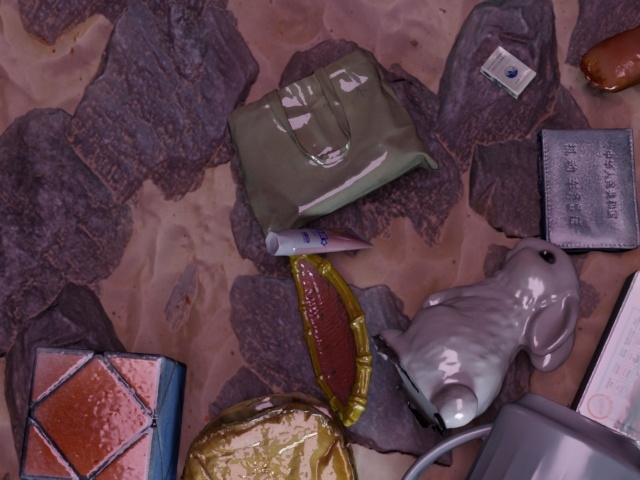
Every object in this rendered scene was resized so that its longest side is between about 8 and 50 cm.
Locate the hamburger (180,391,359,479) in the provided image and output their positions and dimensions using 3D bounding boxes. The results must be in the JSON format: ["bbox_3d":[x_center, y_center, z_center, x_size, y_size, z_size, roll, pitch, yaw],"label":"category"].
[{"bbox_3d":[-0.083,0.378,1.579,0.283,0.144,0.260,-11,83,-4],"label":"hamburger"}]

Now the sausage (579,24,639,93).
[{"bbox_3d":[0.605,-0.348,1.708,0.348,0.094,0.097,-28,66,-1],"label":"sausage"}]

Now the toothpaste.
[{"bbox_3d":[0.000,0.000,1.635,0.067,0.194,0.043,41,123,41],"label":"toothpaste"}]

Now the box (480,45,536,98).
[{"bbox_3d":[0.328,-0.294,1.744,0.083,0.024,0.054,39,81,10],"label":"box"}]

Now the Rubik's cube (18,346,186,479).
[{"bbox_3d":[-0.334,0.280,1.576,0.207,0.205,0.205,2,79,5],"label":"Rubik's cube"}]

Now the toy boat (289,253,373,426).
[{"bbox_3d":[0.020,0.151,1.621,0.141,0.099,0.318,-39,60,39],"label":"toy boat"}]

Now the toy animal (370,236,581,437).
[{"bbox_3d":[0.275,0.147,1.581,0.357,0.194,0.258,-32,42,-8],"label":"toy animal"}]

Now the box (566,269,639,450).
[{"bbox_3d":[0.512,0.194,1.615,0.135,0.079,0.269,24,81,8],"label":"box"}]

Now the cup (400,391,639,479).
[{"bbox_3d":[0.287,0.400,1.513,0.322,0.237,0.327,26,83,13],"label":"cup"}]

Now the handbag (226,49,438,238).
[{"bbox_3d":[0.006,-0.162,1.693,0.315,0.109,0.253,-26,75,-2],"label":"handbag"}]

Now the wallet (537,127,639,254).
[{"bbox_3d":[0.456,-0.085,1.692,0.167,0.036,0.222,0,79,3],"label":"wallet"}]
